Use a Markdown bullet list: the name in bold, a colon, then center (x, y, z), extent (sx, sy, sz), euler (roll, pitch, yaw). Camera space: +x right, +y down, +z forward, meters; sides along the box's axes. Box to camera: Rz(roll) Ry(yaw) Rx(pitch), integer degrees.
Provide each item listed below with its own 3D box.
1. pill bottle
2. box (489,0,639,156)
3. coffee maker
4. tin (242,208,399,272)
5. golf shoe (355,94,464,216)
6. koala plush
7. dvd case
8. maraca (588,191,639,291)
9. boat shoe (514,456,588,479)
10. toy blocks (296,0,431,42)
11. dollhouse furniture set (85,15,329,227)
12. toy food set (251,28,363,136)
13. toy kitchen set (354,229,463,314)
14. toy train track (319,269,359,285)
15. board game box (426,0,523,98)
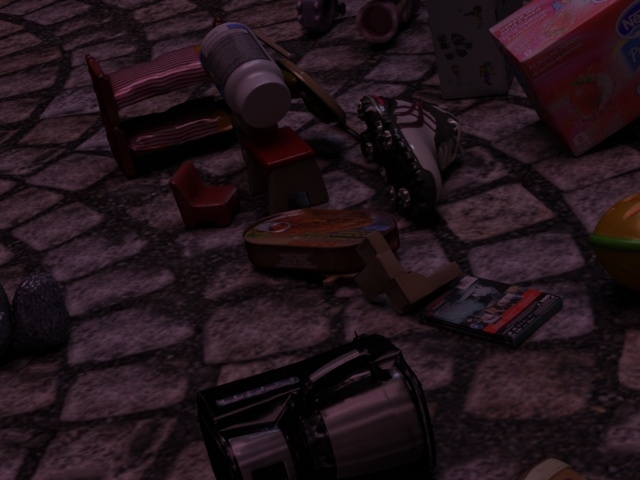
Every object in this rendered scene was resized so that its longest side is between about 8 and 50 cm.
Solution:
- **pill bottle**: center (-0.091, -0.201, 1.758), extent (0.078, 0.078, 0.137), euler (-19, 44, -14)
- **box**: center (0.377, -0.260, 1.734), extent (0.300, 0.154, 0.142), euler (-33, 26, 5)
- **coffee maker**: center (-0.010, 0.160, 1.242), extent (0.178, 0.120, 0.171), euler (-17, 3, -11)
- **tin**: center (0.000, 0.000, 1.600), extent (0.189, 0.040, 0.106), euler (3, 20, 36)
- **golf shoe**: center (0.120, -0.116, 1.726), extent (0.120, 0.105, 0.273), euler (-7, 26, -6)
- **koala plush**: center (-0.413, 0.031, 1.524), extent (0.203, 0.221, 0.196), euler (13, 36, 41)
- **dvd case**: center (0.168, 0.069, 1.433), extent (0.119, 0.013, 0.087), euler (14, 36, 40)
- **maraca**: center (0.330, 0.000, 1.412), extent (0.127, 0.099, 0.185), euler (7, 6, 19)
- **boat shoe**: center (0.148, 0.228, 1.075), extent (0.072, 0.068, 0.190), euler (27, 44, 36)
- **toy blocks**: center (0.069, -0.434, 2.161), extent (0.308, 0.289, 0.260), euler (3, 25, 22)
- **dollhouse furniture set**: center (-0.156, -0.150, 1.847), extent (0.201, 0.152, 0.374), euler (-19, 27, -13)
- **toy food set**: center (-0.019, -0.185, 1.862), extent (0.038, 0.192, 0.132), euler (-47, 34, -1)
- **toy kitchen set**: center (0.084, 0.029, 1.494), extent (0.075, 0.083, 0.068), euler (-28, -11, -29)
- **toy train track**: center (0.032, 0.034, 1.561), extent (0.048, 0.014, 0.083), euler (3, 24, 39)
- **board game box**: center (0.205, -0.377, 1.971), extent (0.097, 0.303, 0.224), euler (-4, 27, 17)
